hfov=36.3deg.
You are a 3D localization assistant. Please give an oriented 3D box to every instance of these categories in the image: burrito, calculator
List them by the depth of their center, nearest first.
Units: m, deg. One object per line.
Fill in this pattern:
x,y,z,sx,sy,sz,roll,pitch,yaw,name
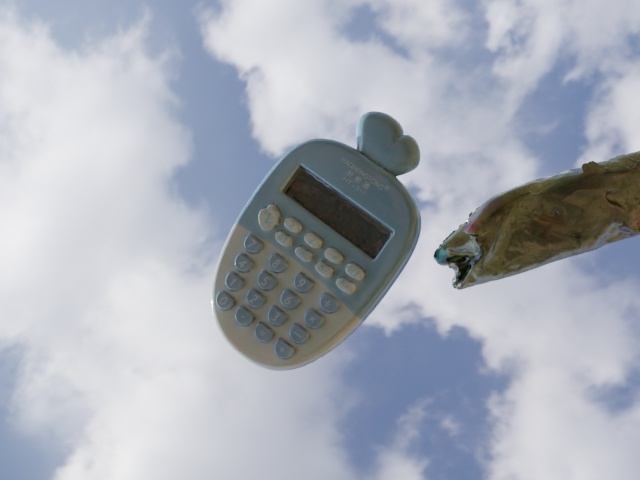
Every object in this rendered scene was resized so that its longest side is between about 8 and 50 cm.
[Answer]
0.262,-0.031,1.020,0.309,0.066,0.096,-19,-78,-12,burrito
0.000,0.000,1.046,0.188,0.042,0.303,37,-89,23,calculator
